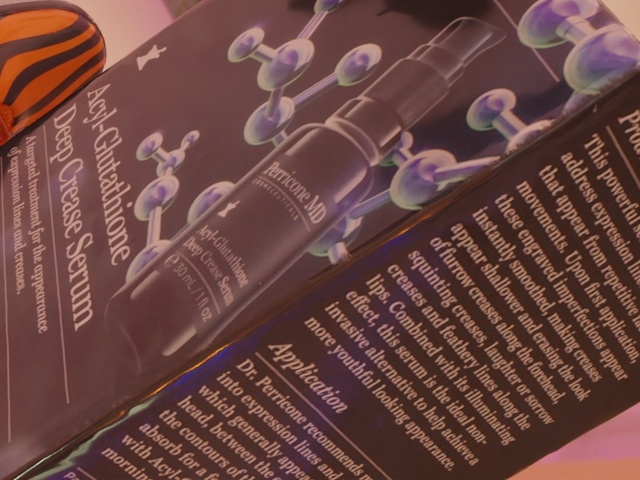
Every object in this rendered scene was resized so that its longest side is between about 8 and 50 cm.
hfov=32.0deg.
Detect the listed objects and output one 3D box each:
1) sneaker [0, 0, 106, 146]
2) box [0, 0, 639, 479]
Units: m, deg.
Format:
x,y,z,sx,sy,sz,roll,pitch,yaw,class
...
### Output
x,y,z,sx,sy,sz,roll,pitch,yaw,class
-0.264,-0.042,0.766,0.321,0.124,0.180,-35,-136,-13,sneaker
0.000,0.000,0.668,0.395,0.212,0.293,-33,-140,10,box
